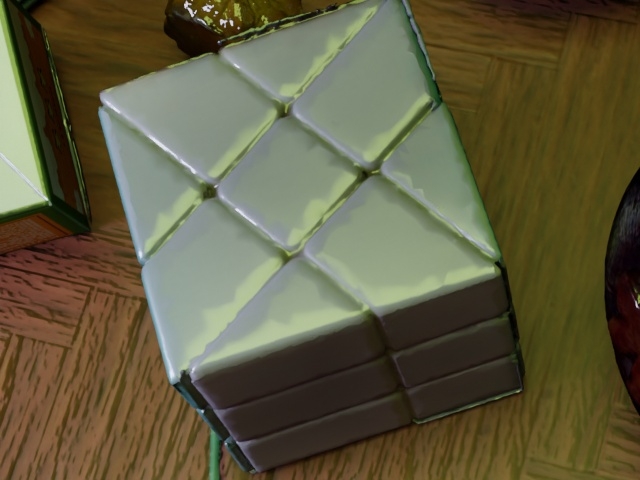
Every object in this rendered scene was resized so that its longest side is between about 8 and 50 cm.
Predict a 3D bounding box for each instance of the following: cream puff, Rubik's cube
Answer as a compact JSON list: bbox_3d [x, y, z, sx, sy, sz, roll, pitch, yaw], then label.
[{"bbox_3d":[-0.065,-0.183,1.422,0.116,0.122,0.094,7,62,46],"label":"cream puff"},{"bbox_3d":[0.000,0.000,1.274,0.221,0.224,0.231,-19,67,3],"label":"Rubik's cube"}]

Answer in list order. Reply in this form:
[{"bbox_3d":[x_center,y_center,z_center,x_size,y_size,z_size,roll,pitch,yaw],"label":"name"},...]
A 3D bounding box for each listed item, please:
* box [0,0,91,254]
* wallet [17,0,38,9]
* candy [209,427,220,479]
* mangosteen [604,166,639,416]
[{"bbox_3d":[-0.295,-0.072,1.388,0.195,0.148,0.177,-16,80,3],"label":"box"},{"bbox_3d":[-0.389,-0.235,1.533,0.251,0.054,0.290,-41,74,-1],"label":"wallet"},{"bbox_3d":[-0.078,0.208,1.311,0.061,0.061,0.202,-5,60,9],"label":"candy"},{"bbox_3d":[0.352,0.036,1.179,0.347,0.307,0.307,-6,65,-23],"label":"mangosteen"}]
